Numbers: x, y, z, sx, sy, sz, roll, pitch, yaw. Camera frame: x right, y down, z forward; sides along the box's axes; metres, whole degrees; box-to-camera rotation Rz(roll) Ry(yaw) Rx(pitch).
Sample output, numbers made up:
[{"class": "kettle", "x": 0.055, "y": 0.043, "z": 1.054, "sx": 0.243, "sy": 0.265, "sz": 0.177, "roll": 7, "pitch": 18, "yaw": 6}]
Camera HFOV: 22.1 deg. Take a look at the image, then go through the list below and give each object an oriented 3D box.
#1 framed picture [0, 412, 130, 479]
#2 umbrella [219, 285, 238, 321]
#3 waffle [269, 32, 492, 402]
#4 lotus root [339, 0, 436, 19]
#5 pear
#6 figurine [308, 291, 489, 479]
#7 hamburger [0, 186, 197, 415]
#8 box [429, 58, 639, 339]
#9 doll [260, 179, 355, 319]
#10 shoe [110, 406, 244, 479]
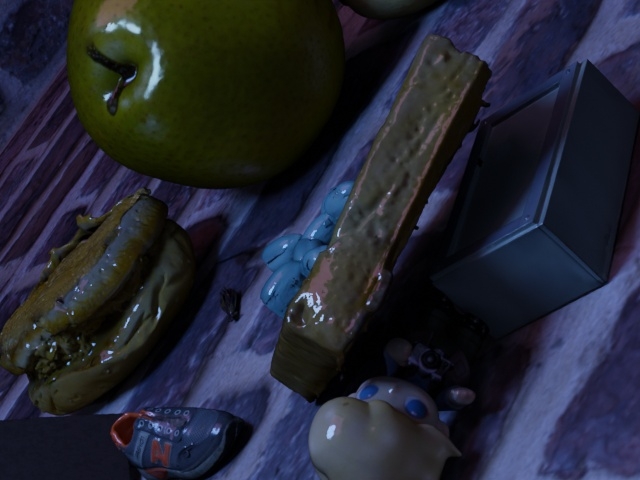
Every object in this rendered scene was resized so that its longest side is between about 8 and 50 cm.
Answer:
[{"class": "framed picture", "x": -0.301, "y": 0.249, "z": 1.845, "sx": 0.128, "sy": 0.168, "sz": 0.023, "roll": -105, "pitch": 15, "yaw": -52}, {"class": "umbrella", "x": -0.109, "y": 0.078, "z": 1.963, "sx": 0.031, "sy": 0.020, "sz": 0.083, "roll": -47, "pitch": 25, "yaw": 9}, {"class": "waffle", "x": 0.048, "y": -0.006, "z": 1.484, "sx": 0.304, "sy": 0.077, "sz": 0.348, "roll": -62, "pitch": -2, "yaw": -13}, {"class": "lotus root", "x": 0.117, "y": -0.365, "z": 2.123, "sx": 0.146, "sy": 0.131, "sz": 0.303, "roll": -35, "pitch": 9, "yaw": -35}, {"class": "pear", "x": -0.143, "y": -0.242, "z": 2.124, "sx": 0.362, "sy": 0.362, "sz": 0.418, "roll": -37, "pitch": -2, "yaw": 32}, {"class": "figurine", "x": 0.073, "y": 0.134, "z": 1.345, "sx": 0.196, "sy": 0.114, "sz": 0.108, "roll": -53, "pitch": -4, "yaw": -23}, {"class": "hamburger", "x": -0.284, "y": 0.075, "z": 2.130, "sx": 0.318, "sy": 0.158, "sz": 0.318, "roll": -43, "pitch": 20, "yaw": 20}, {"class": "box", "x": 0.191, "y": -0.041, "z": 1.433, "sx": 0.129, "sy": 0.086, "sz": 0.225, "roll": -32, "pitch": 25, "yaw": 40}, {"class": "doll", "x": 0.000, "y": 0.000, "z": 1.809, "sx": 0.158, "sy": 0.059, "sz": 0.159, "roll": -42, "pitch": 19, "yaw": 25}, {"class": "shoe", "x": -0.158, "y": 0.208, "z": 1.736, "sx": 0.194, "sy": 0.077, "sz": 0.074, "roll": -22, "pitch": 33, "yaw": 53}]
